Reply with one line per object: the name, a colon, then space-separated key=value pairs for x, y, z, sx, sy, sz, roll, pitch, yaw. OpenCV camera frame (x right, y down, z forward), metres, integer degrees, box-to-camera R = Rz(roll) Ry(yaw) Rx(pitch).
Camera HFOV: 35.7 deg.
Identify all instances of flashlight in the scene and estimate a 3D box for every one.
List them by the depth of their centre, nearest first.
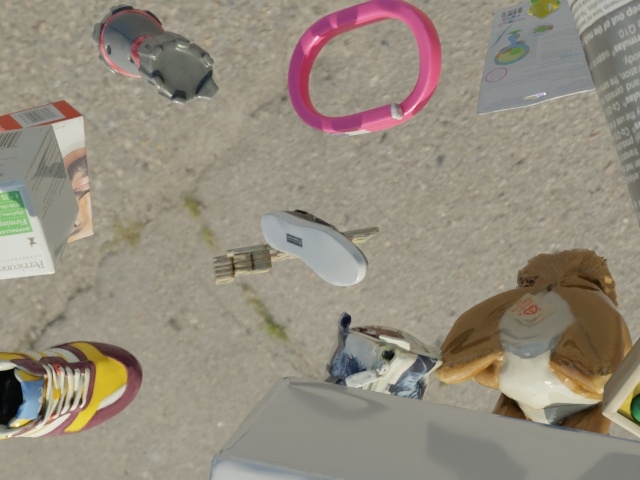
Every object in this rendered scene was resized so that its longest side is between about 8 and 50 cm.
flashlight: x=-0.227 y=-0.250 z=1.311 sx=0.304 sy=0.103 sz=0.103 roll=-142 pitch=39 yaw=-63

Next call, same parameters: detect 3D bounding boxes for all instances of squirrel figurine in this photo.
squirrel figurine: x=0.398 y=0.231 z=1.602 sx=0.281 sy=0.397 sz=0.370 roll=-7 pitch=124 yaw=29

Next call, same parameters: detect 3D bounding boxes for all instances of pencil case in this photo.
pencil case: x=0.032 y=0.312 z=1.360 sx=0.160 sy=0.183 sz=0.410 roll=19 pitch=85 yaw=20

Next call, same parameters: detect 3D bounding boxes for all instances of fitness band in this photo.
fitness band: x=0.066 y=-0.285 z=1.645 sx=0.290 sy=0.054 sz=0.209 roll=-8 pitch=84 yaw=38

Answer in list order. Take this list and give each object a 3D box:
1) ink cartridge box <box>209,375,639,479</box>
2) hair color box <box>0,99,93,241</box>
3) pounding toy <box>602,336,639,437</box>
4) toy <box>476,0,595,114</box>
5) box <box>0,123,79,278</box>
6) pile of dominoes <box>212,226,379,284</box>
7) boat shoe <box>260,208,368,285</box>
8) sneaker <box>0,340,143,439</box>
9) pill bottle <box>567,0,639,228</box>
ink cartridge box: x=0.073 y=0.303 z=0.531 sx=0.285 sy=0.166 sz=0.395 roll=9 pitch=98 yaw=9
hair color box: x=-0.330 y=-0.074 z=1.192 sx=0.053 sy=0.093 sz=0.167 roll=39 pitch=138 yaw=39
pounding toy: x=0.455 y=0.155 z=1.127 sx=0.181 sy=0.094 sz=0.206 roll=32 pitch=112 yaw=7
toy: x=0.273 y=-0.221 z=1.208 sx=0.137 sy=0.237 sz=0.056 roll=-11 pitch=131 yaw=26
box: x=-0.260 y=-0.029 z=0.795 sx=0.101 sy=0.102 sz=0.087 roll=-7 pitch=123 yaw=4
pile of dominoes: x=-0.044 y=0.030 z=1.562 sx=0.196 sy=0.251 sz=0.040 roll=132 pitch=128 yaw=-78
boat shoe: x=0.000 y=0.000 z=0.926 sx=0.142 sy=0.040 sz=0.049 roll=27 pitch=125 yaw=44
sneaker: x=-0.190 y=0.104 z=0.665 sx=0.084 sy=0.185 sz=0.070 roll=-2 pitch=91 yaw=49
pill bottle: x=0.337 y=-0.096 z=0.791 sx=0.204 sy=0.204 sz=0.361 roll=-20 pitch=85 yaw=45
